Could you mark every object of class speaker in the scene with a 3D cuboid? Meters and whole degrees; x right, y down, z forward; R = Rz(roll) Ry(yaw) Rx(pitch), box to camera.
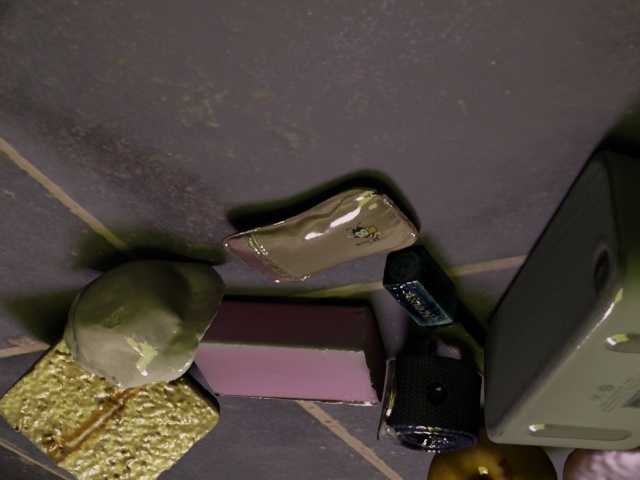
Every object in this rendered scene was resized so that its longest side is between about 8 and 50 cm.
[{"bbox_3d":[0.324,0.093,0.950,0.184,0.183,0.406,8,145,-4],"label":"speaker"}]

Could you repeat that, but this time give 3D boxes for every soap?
[{"bbox_3d":[-0.046,0.160,1.227,0.259,0.081,0.181,1,145,16],"label":"soap"}]

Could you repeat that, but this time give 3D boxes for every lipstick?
[{"bbox_3d":[0.177,0.116,1.131,0.051,0.051,0.312,-12,140,30],"label":"lipstick"}]

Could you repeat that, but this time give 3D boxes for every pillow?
[{"bbox_3d":[0.000,0.000,1.024,0.232,0.038,0.130,-17,140,31],"label":"pillow"}]

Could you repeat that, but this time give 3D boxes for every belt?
[{"bbox_3d":[0.147,0.213,1.173,0.139,0.126,0.230,4,162,6],"label":"belt"}]

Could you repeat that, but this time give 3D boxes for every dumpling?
[{"bbox_3d":[-0.239,0.110,1.138,0.250,0.163,0.132,-16,153,19],"label":"dumpling"}]

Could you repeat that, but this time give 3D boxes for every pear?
[{"bbox_3d":[0.273,0.397,1.377,0.208,0.209,0.209,7,145,5],"label":"pear"}]

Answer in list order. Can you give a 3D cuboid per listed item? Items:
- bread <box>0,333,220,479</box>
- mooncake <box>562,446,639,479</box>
[{"bbox_3d":[-0.301,0.227,1.342,0.236,0.198,0.263,-43,102,16],"label":"bread"},{"bbox_3d":[0.495,0.344,1.195,0.290,0.161,0.291,24,134,28],"label":"mooncake"}]
